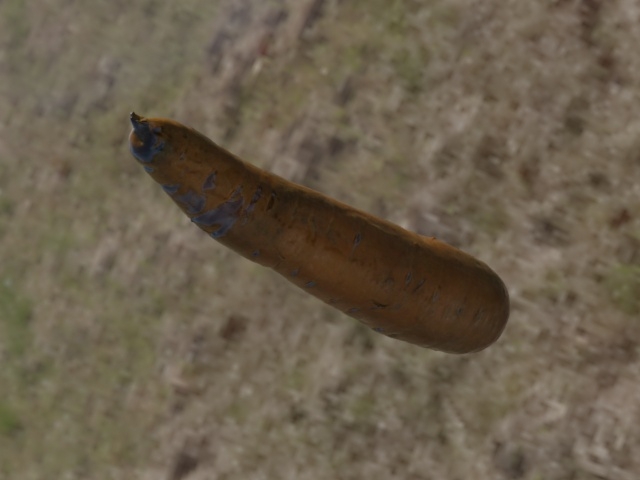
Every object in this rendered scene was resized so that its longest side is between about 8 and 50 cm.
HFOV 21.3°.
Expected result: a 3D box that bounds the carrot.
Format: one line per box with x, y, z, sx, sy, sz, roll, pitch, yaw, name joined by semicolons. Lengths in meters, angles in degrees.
0.000;0.000;0.848;0.059;0.248;0.059;-35;42;38;carrot
